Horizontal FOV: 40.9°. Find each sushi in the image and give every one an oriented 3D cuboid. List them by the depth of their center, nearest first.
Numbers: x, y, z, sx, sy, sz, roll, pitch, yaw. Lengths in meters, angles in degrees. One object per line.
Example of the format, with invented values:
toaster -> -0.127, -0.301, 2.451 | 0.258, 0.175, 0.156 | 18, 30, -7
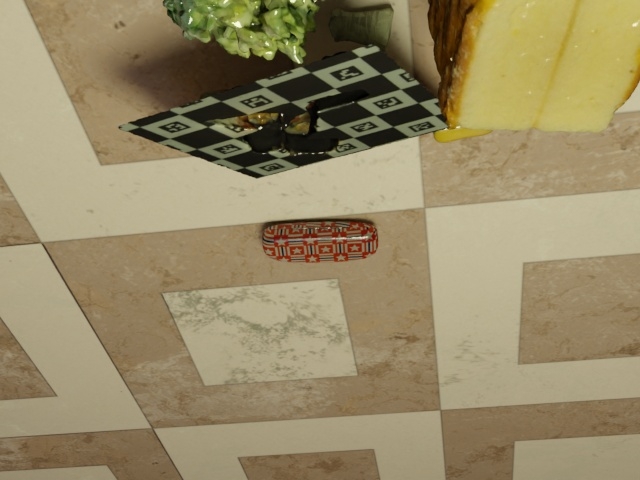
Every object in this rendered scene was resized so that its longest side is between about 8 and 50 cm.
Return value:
sushi -> -0.027, -0.184, 1.157 | 0.359, 0.064, 0.343 | -12, 167, 25

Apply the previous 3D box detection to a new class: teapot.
teapot -> 0.052, -0.279, 1.130 | 0.083, 0.057, 0.067 | 7, 168, 1

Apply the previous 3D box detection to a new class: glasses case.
glasses case -> 0.000, 0.000, 1.449 | 0.194, 0.049, 0.073 | -1, 140, 2

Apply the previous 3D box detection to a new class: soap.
soap -> 0.213, -0.164, 1.284 | 0.089, 0.012, 0.034 | -9, 138, 11

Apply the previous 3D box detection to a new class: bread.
bread -> 0.235, -0.300, 0.926 | 0.207, 0.279, 0.279 | 3, 139, -3

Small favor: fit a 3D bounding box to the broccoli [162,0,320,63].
broccoli -> -0.046, -0.343, 0.872 | 0.317, 0.277, 0.338 | -9, 130, 31
